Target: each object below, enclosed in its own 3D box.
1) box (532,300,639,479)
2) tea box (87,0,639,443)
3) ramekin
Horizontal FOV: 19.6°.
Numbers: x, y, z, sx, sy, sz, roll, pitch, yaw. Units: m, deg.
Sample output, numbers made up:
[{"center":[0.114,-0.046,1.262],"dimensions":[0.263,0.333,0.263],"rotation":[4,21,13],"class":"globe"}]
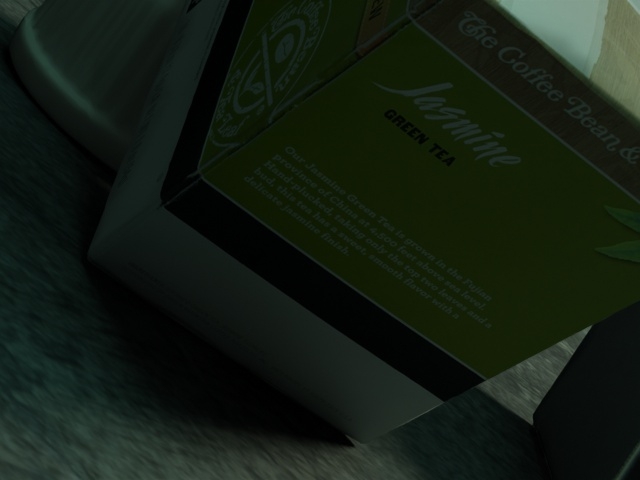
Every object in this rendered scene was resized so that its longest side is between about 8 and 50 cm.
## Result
[{"center":[0.386,0.193,1.385],"dimensions":[0.395,0.212,0.293],"rotation":[30,12,-6],"class":"box"},{"center":[0.077,-0.113,1.066],"dimensions":[0.220,0.323,0.329],"rotation":[36,45,-23],"class":"tea box"},{"center":[-0.074,-0.126,1.334],"dimensions":[0.273,0.127,0.273],"rotation":[30,19,-12],"class":"ramekin"}]
